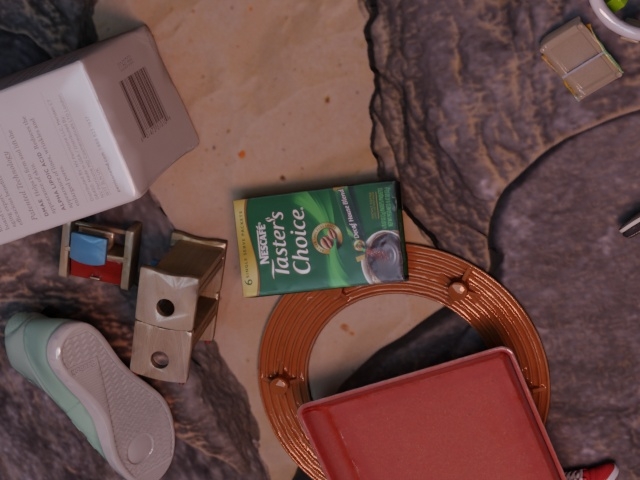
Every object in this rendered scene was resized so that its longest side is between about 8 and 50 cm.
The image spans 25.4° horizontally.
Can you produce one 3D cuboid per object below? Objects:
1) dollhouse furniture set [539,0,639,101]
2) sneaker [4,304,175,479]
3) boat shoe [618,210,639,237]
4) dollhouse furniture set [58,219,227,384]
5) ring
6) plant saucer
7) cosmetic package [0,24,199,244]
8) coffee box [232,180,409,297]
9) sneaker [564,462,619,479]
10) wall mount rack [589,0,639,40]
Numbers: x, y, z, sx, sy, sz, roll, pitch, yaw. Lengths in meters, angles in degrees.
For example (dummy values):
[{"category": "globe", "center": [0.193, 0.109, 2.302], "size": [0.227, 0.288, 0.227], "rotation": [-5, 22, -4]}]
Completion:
[{"category": "dollhouse furniture set", "center": [0.300, -0.214, 1.435], "size": [0.151, 0.058, 0.076], "rotation": [-31, 108, 39]}, {"category": "sneaker", "center": [-0.272, 0.177, 1.670], "size": [0.151, 0.094, 0.256], "rotation": [14, 141, 46]}, {"category": "boat shoe", "center": [0.370, -0.031, 1.471], "size": [0.125, 0.046, 0.038], "rotation": [-31, 95, 11]}, {"category": "dollhouse furniture set", "center": [-0.214, 0.061, 1.580], "size": [0.183, 0.129, 0.129], "rotation": [11, 110, 7]}, {"category": "ring", "center": [0.090, 0.166, 1.603], "size": [0.336, 0.032, 0.337], "rotation": [4, 108, 12]}, {"category": "plant saucer", "center": [0.140, 0.254, 1.574], "size": [0.259, 0.048, 0.258], "rotation": [-19, 103, 21]}, {"category": "cosmetic package", "center": [-0.354, -0.085, 1.518], "size": [0.385, 0.217, 0.156], "rotation": [-18, 103, 19]}, {"category": "coffee box", "center": [0.000, 0.000, 1.546], "size": [0.184, 0.040, 0.113], "rotation": [-5, 89, 14]}, {"category": "sneaker", "center": [0.272, 0.269, 1.593], "size": [0.118, 0.042, 0.067], "rotation": [-37, 101, 23]}, {"category": "wall mount rack", "center": [0.371, -0.251, 1.218], "size": [0.304, 0.130, 0.350], "rotation": [35, 135, 2]}]
